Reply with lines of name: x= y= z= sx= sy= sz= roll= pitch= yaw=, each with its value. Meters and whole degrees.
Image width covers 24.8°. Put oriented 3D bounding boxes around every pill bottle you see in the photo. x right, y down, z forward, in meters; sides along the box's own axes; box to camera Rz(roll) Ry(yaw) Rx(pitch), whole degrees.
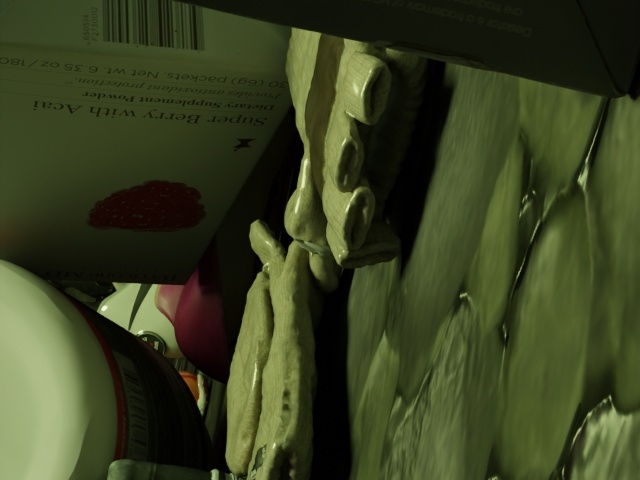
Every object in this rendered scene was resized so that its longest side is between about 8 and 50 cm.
pill bottle: x=-0.192 y=0.145 z=0.975 sx=0.363 sy=0.210 sz=0.210 roll=59 pitch=-139 yaw=-74

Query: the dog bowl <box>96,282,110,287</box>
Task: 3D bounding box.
dog bowl: x=-0.193 y=-0.122 z=1.604 sx=0.349 sy=0.102 sz=0.349 roll=-57 pitch=-9 yaw=-14

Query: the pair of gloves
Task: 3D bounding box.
pair of gloves: x=0.000 y=0.000 z=0.634 sx=0.204 sy=0.042 sz=0.240 roll=-107 pitch=28 yaw=-69

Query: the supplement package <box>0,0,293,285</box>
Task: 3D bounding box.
supplement package: x=-0.132 y=-0.106 z=0.849 sx=0.293 sy=0.177 sz=0.175 roll=126 pitch=142 yaw=-61

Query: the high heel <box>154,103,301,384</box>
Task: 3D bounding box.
high heel: x=-0.043 y=-0.027 z=0.978 sx=0.117 sy=0.082 sz=0.244 roll=41 pitch=109 yaw=51

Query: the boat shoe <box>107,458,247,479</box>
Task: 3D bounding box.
boat shoe: x=-0.111 y=0.266 z=0.797 sx=0.113 sy=0.105 sz=0.306 roll=-99 pitch=22 yaw=-71

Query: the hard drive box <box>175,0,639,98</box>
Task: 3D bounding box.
hard drive box: x=-0.015 y=-0.128 z=0.393 sx=0.232 sy=0.181 sz=0.089 roll=-98 pitch=21 yaw=-68

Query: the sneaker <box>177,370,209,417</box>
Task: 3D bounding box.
sneaker: x=-0.156 y=0.201 z=1.436 sx=0.064 sy=0.067 sz=0.175 roll=-100 pitch=21 yaw=-67

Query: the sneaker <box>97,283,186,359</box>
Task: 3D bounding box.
sneaker: x=-0.154 y=-0.019 z=1.488 sx=0.330 sy=0.146 sz=0.122 roll=-84 pitch=8 yaw=-50
